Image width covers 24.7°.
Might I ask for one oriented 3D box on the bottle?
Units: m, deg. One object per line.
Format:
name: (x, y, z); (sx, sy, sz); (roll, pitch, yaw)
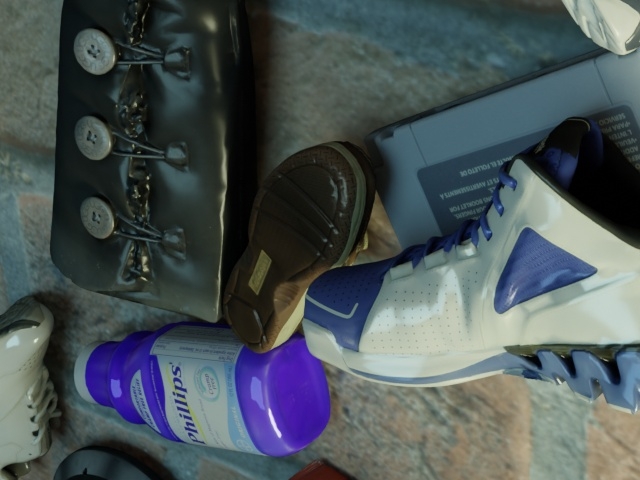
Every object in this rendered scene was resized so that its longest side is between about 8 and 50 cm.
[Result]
bottle: (-0.123, 0.136, 1.404); (0.282, 0.092, 0.118); (2, 114, 41)

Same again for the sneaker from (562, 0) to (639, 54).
sneaker: (0.190, -0.244, 0.885); (0.235, 0.153, 0.094); (56, 177, -23)

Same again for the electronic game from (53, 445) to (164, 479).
electronic game: (-0.212, 0.331, 1.619); (0.229, 0.048, 0.229); (19, 123, 32)

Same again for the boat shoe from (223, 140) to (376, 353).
boat shoe: (-0.005, -0.006, 1.222); (0.095, 0.095, 0.257); (53, 144, 14)

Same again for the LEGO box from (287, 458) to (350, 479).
LEGO box: (0.108, 0.497, 1.321); (0.500, 0.193, 0.373); (30, 129, 27)

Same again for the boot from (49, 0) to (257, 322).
boot: (-0.209, -0.177, 1.293); (0.367, 0.146, 0.445); (26, 132, 32)

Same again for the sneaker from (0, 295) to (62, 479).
sneaker: (-0.338, 0.169, 1.626); (0.129, 0.111, 0.297); (35, 137, 1)

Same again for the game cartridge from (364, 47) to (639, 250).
game cartridge: (0.178, -0.027, 1.081); (0.297, 0.062, 0.198); (-16, 105, 45)

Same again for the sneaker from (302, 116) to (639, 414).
sneaker: (0.138, 0.005, 1.022); (0.315, 0.127, 0.182); (3, 110, 33)
